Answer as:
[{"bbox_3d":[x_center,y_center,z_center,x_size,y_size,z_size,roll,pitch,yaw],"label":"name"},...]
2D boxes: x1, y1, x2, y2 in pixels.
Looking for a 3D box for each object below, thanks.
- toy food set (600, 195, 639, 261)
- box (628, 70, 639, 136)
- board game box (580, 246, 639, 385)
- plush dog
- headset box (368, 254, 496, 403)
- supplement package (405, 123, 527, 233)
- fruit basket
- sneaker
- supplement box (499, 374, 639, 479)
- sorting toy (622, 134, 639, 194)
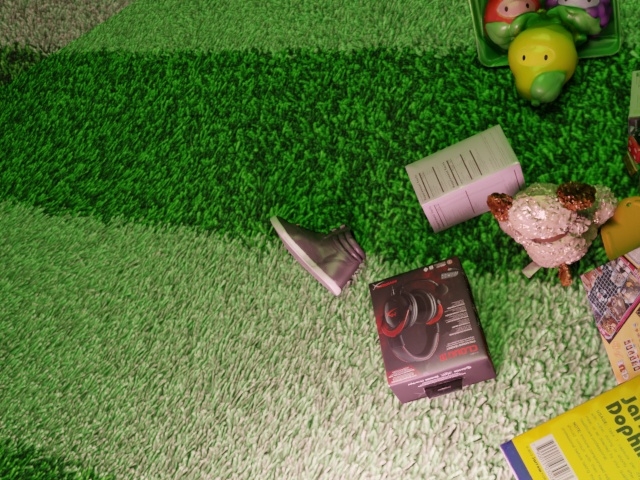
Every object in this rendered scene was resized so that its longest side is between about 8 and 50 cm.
[{"bbox_3d":[0.678,0.012,1.584,0.128,0.071,0.218,-31,43,36],"label":"toy food set"},{"bbox_3d":[0.865,-0.322,1.674,0.322,0.058,0.232,-2,37,27],"label":"box"},{"bbox_3d":[0.626,0.145,1.469,0.165,0.042,0.243,-33,52,35],"label":"board game box"},{"bbox_3d":[0.479,-0.039,1.585,0.262,0.225,0.210,-12,55,32],"label":"plush dog"},{"bbox_3d":[0.242,0.206,1.628,0.218,0.110,0.293,-19,52,13],"label":"headset box"},{"bbox_3d":[0.350,-0.146,1.798,0.244,0.139,0.134,-23,52,10],"label":"supplement package"},{"bbox_3d":[0.565,-0.537,1.902,0.392,0.283,0.392,-13,36,10],"label":"fruit basket"},{"bbox_3d":[0.000,0.000,1.900,0.147,0.104,0.296,-42,56,-8],"label":"sneaker"},{"bbox_3d":[0.529,0.390,1.305,0.356,0.194,0.195,-29,50,6],"label":"supplement box"},{"bbox_3d":[0.728,-0.108,1.592,0.046,0.132,0.274,-19,51,4],"label":"sorting toy"}]
